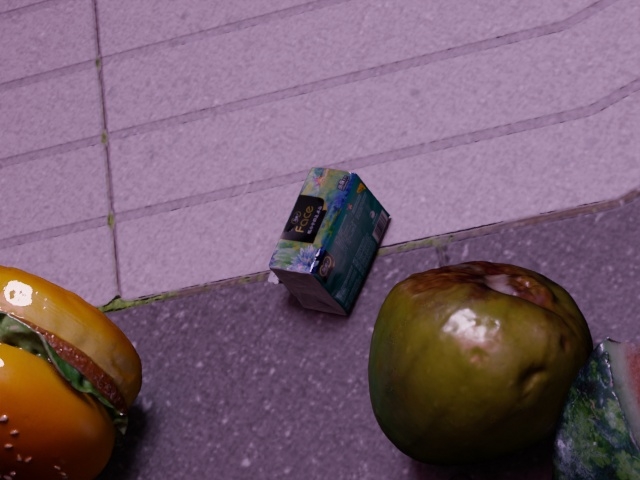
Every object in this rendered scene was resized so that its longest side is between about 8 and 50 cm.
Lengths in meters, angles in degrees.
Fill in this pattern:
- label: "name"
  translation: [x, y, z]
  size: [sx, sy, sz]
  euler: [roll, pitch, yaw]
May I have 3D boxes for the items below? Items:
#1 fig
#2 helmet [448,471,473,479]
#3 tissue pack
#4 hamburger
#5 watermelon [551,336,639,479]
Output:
- label: "fig"
  translation: [0.124, 0.104, 1.498]
  size: [0.191, 0.181, 0.181]
  euler: [-54, 42, 30]
- label: "helmet"
  translation: [0.128, 0.230, 1.489]
  size: [0.084, 0.049, 0.065]
  euler: [-100, 33, -62]
- label: "tissue pack"
  translation: [0.000, -0.001, 1.691]
  size: [0.079, 0.085, 0.111]
  euler: [8, 64, 33]
- label: "hamburger"
  translation: [-0.289, 0.139, 1.649]
  size: [0.246, 0.246, 0.170]
  euler: [5, 59, 30]
- label: "watermelon"
  translation: [0.289, 0.170, 1.405]
  size: [0.207, 0.136, 0.202]
  euler: [37, 85, 25]
